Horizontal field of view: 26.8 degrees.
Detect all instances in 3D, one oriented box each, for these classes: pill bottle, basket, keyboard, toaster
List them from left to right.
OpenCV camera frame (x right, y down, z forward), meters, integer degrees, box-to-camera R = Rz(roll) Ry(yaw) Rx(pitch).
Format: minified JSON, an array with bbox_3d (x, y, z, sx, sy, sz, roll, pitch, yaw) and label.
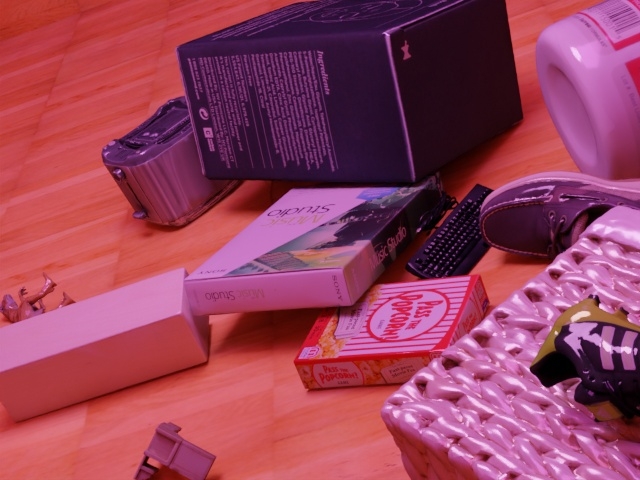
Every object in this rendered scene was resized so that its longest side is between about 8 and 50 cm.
[{"bbox_3d":[-0.219,-0.125,2.085,0.129,0.146,0.227,10,42,45],"label":"toaster"},{"bbox_3d":[0.170,-0.019,1.698,0.100,0.038,0.192,20,45,26],"label":"keyboard"},{"bbox_3d":[0.266,0.200,0.944,0.266,0.331,0.328,-34,30,-18],"label":"basket"},{"bbox_3d":[0.495,-0.235,1.670,0.407,0.229,0.229,-23,27,-3],"label":"pill bottle"}]

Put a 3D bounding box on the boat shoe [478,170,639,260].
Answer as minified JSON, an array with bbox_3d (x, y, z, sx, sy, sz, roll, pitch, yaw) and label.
[{"bbox_3d":[0.308,-0.016,1.555,0.285,0.103,0.092,2,31,29],"label":"boat shoe"}]

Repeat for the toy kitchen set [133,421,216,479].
[{"bbox_3d":[-0.160,0.251,1.499,0.068,0.075,0.083,-63,-5,-1],"label":"toy kitchen set"}]

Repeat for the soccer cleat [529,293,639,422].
[{"bbox_3d":[0.200,0.084,0.815,0.072,0.060,0.179,-50,29,-13],"label":"soccer cleat"}]

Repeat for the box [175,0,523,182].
[{"bbox_3d":[0.043,-0.228,1.948,0.395,0.212,0.293,3,22,41],"label":"box"}]

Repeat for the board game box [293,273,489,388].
[{"bbox_3d":[0.084,0.106,1.555,0.193,0.045,0.147,-7,30,27],"label":"board game box"}]

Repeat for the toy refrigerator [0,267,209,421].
[{"bbox_3d":[-0.281,0.137,1.722,0.269,0.094,0.102,-19,32,9],"label":"toy refrigerator"}]

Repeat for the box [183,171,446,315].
[{"bbox_3d":[0.000,0.000,1.739,0.232,0.058,0.322,-6,22,29],"label":"box"}]

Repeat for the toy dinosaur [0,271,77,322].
[{"bbox_3d":[-0.406,0.112,1.910,0.112,0.064,0.211,-46,22,-7],"label":"toy dinosaur"}]
